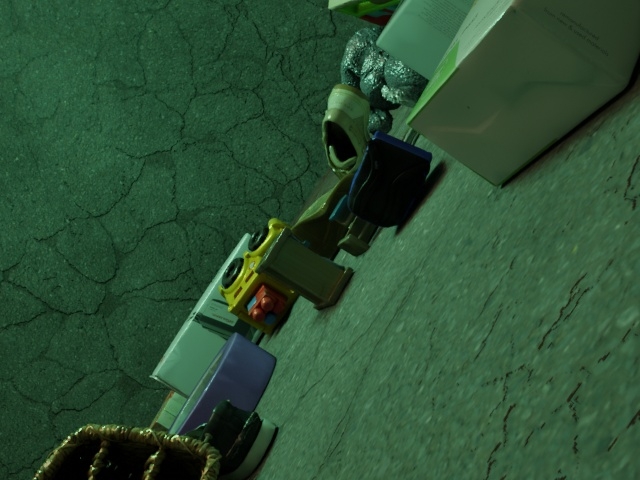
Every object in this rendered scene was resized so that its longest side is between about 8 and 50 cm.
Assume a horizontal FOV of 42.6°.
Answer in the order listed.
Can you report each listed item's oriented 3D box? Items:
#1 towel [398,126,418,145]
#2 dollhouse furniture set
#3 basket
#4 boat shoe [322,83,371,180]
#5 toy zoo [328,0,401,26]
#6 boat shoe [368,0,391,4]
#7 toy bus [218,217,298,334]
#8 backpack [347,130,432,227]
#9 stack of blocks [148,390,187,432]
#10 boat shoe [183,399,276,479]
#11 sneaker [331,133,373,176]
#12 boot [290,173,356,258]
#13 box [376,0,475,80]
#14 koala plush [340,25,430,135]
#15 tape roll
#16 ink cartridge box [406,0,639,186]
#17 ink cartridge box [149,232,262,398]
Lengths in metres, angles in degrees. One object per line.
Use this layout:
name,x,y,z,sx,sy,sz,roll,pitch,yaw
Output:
towel,0.147,-0.172,1.592,0.113,0.023,0.152,-60,6,-34
dollhouse furniture set,0.000,0.000,1.341,0.184,0.129,0.129,-59,6,-15
basket,-0.275,0.372,0.983,0.223,0.213,0.299,-50,18,55
boat shoe,0.050,-0.183,1.657,0.302,0.109,0.098,81,-148,-60
toy zoo,0.188,-0.439,1.582,0.192,0.293,0.030,5,87,58
boat shoe,0.142,-0.465,1.309,0.073,0.080,0.223,-55,9,-36
toy bus,-0.105,0.089,1.760,0.220,0.149,0.211,-53,19,9
backpack,0.099,-0.082,1.164,0.101,0.098,0.120,-46,-21,-70
stack of blocks,-0.383,0.454,2.272,0.171,0.087,0.297,-52,7,39
boat shoe,-0.157,0.303,1.182,0.302,0.091,0.114,-50,9,48
sneaker,0.097,-0.206,1.976,0.110,0.107,0.275,-35,17,16
boot,-0.017,-0.011,1.679,0.262,0.095,0.203,-52,5,-18
box,0.246,-0.400,1.288,0.215,0.168,0.345,-58,6,-9
koala plush,0.158,-0.320,1.593,0.196,0.203,0.221,-43,25,-8
tape roll,-0.191,0.304,1.481,0.275,0.090,0.275,-57,6,9
ink cartridge box,0.235,-0.250,0.790,0.353,0.119,0.207,-60,6,-28
ink cartridge box,-0.236,0.206,1.997,0.395,0.166,0.285,-58,5,-14
